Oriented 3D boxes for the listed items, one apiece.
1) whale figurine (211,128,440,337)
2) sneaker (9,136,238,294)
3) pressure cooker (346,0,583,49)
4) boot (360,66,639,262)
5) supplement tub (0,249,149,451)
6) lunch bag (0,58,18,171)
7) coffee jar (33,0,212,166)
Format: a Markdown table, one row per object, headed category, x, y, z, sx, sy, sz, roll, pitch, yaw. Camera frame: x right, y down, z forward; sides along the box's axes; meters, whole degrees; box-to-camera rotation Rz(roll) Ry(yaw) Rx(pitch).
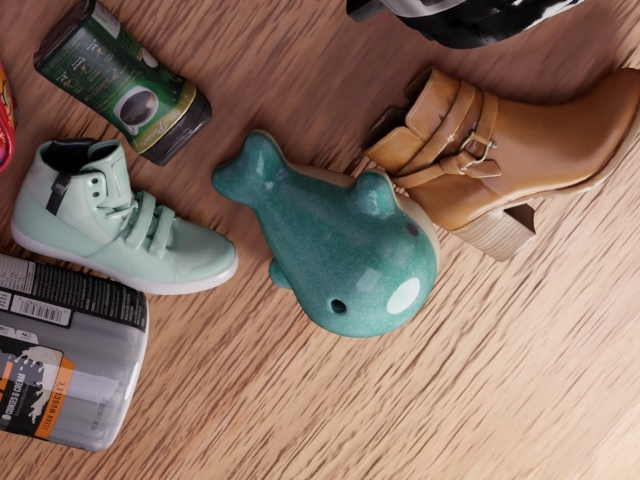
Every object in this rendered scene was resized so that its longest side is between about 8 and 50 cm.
| category | x | y | z | sx | sy | sz | roll | pitch | yaw |
| --- | --- | --- | --- | --- | --- | --- | --- | --- | --- |
| whale figurine | 0.000 | 0.000 | 1.784 | 0.272 | 0.141 | 0.216 | 38 | 132 | -12 |
| sneaker | -0.200 | -0.030 | 1.761 | 0.256 | 0.094 | 0.151 | 13 | 137 | -11 |
| pressure cooker | 0.146 | -0.386 | 1.476 | 0.420 | 0.370 | 0.375 | 42 | 77 | -25 |
| boot | 0.203 | -0.131 | 1.779 | 0.220 | 0.109 | 0.283 | 37 | 116 | -18 |
| supplement tub | -0.361 | 0.106 | 1.781 | 0.316 | 0.193 | 0.193 | 16 | 115 | -14 |
| lunch bag | -0.469 | -0.134 | 1.689 | 0.293 | 0.120 | 0.258 | -15 | 123 | 3 |
| coffee jar | -0.205 | -0.164 | 1.716 | 0.096 | 0.079 | 0.184 | -42 | 114 | 16 |
